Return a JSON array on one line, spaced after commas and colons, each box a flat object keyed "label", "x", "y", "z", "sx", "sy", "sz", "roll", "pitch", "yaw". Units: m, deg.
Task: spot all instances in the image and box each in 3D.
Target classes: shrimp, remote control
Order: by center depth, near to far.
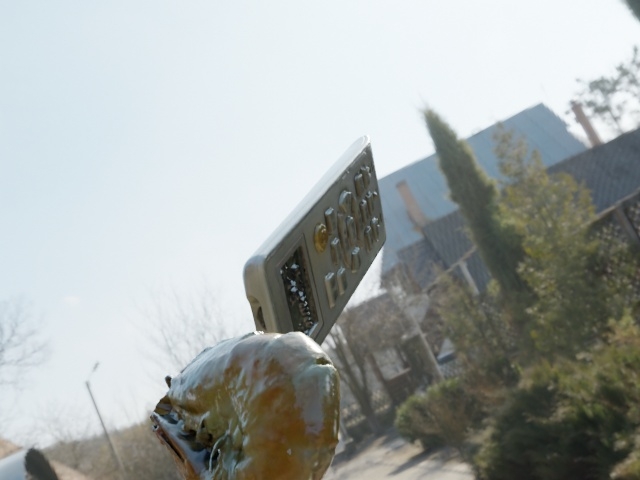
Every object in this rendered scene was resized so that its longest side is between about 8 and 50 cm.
[{"label": "shrimp", "x": -0.058, "y": 0.110, "z": 0.437, "sx": 0.051, "sy": 0.115, "sz": 0.217, "roll": 31, "pitch": -24, "yaw": -26}, {"label": "remote control", "x": 0.000, "y": 0.000, "z": 0.673, "sx": 0.055, "sy": 0.109, "sz": 0.313, "roll": -2, "pitch": 23, "yaw": 21}]
